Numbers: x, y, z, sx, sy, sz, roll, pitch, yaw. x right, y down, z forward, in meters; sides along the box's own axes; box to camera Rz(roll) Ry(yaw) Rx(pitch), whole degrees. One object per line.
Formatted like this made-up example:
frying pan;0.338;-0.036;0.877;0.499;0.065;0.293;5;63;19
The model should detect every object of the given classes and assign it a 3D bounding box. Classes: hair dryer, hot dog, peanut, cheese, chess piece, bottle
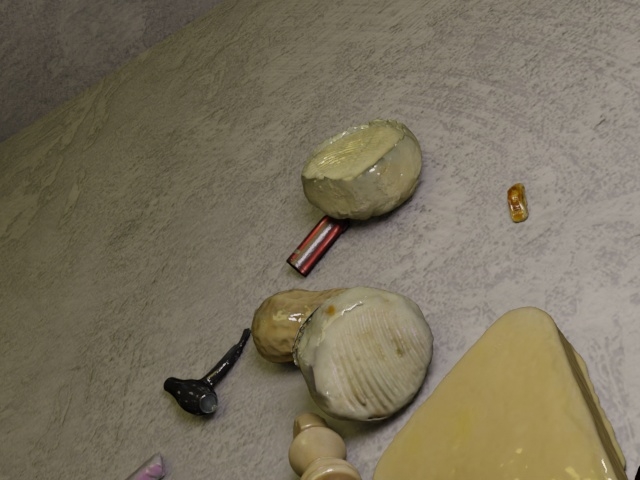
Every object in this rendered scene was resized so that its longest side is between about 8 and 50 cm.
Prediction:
hair dryer;-0.225;0.267;1.750;0.219;0.075;0.195;-47;26;-20
hot dog;0.360;-0.075;1.521;0.030;0.034;0.090;-23;43;28
peanut;-0.029;0.161;1.571;0.291;0.159;0.143;-8;88;39
cheese;0.284;0.264;1.212;0.383;0.104;0.384;-26;40;24
chess piece;0.019;0.388;1.302;0.117;0.117;0.397;-43;20;3
bottle;0.000;0.000;1.777;0.164;0.060;0.060;-50;37;-8

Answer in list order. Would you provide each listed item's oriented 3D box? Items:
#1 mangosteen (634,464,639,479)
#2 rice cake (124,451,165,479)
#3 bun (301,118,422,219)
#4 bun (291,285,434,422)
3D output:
mangosteen;0.474;0.303;0.866;0.288;0.288;0.288;-25;41;24
rice cake;-0.410;0.530;1.668;0.270;0.049;0.055;-42;51;2
bun;0.098;-0.138;1.731;0.259;0.152;0.259;-21;27;11
bun;0.067;0.189;1.401;0.239;0.239;0.141;-49;15;-5
